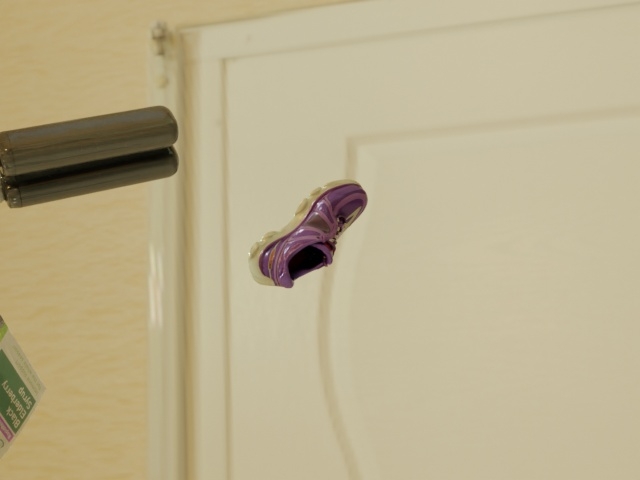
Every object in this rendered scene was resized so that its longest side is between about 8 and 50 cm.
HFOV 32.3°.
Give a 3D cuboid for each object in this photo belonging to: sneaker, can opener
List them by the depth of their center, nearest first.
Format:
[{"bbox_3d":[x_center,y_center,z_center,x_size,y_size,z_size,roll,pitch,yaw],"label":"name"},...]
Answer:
[{"bbox_3d":[-0.266,-0.076,0.982,0.074,0.281,0.093,97,158,-46],"label":"can opener"},{"bbox_3d":[0.000,0.000,1.196,0.170,0.071,0.068,-44,-46,-29],"label":"sneaker"}]

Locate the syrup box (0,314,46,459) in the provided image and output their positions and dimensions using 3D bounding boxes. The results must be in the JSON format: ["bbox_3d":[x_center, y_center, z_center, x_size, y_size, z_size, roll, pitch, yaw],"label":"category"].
[{"bbox_3d":[-0.350,0.107,0.883,0.093,0.237,0.096,72,-147,-41],"label":"syrup box"}]
